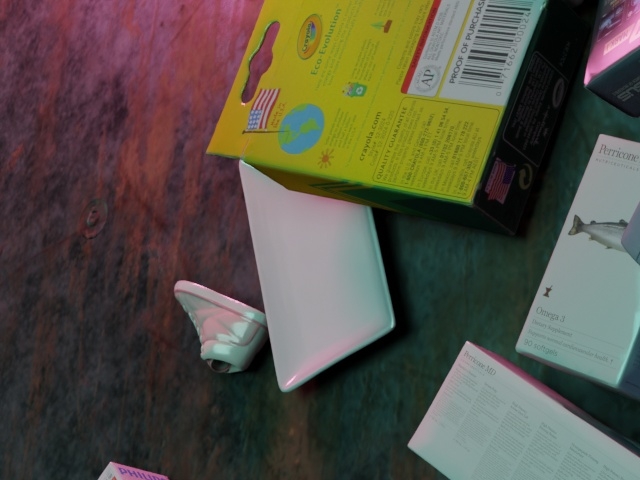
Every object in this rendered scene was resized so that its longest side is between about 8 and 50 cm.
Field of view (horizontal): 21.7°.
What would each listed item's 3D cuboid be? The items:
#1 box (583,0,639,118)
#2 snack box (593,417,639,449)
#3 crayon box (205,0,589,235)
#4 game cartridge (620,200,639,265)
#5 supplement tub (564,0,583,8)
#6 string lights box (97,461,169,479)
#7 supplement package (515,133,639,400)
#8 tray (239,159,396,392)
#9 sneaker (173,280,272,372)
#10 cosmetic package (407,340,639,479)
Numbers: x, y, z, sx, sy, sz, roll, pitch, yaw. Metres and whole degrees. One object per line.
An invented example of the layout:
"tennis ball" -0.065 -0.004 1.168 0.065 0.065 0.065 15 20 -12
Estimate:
"box" 0.304 -0.220 1.266 0.232 0.059 0.183 -36 31 50
"snack box" 0.195 0.209 1.276 0.100 0.037 0.141 27 92 46
"crayon box" 0.062 -0.133 1.494 0.318 0.081 0.202 14 78 40
"game cartridge" 0.345 -0.078 1.135 0.297 0.198 0.062 -53 49 15
"supplement tub" 0.202 -0.305 1.435 0.117 0.117 0.190 15 83 47
"string lights box" -0.151 0.340 1.532 0.133 0.076 0.260 -55 44 14
"supplement package" 0.244 0.026 1.257 0.105 0.105 0.179 18 86 48
"tray" 0.000 0.000 1.566 0.145 0.030 0.270 -33 52 30
"sneaker" -0.106 0.086 1.617 0.134 0.051 0.070 21 83 43
"cosmetic package" 0.177 0.173 1.236 0.239 0.060 0.099 35 99 46
